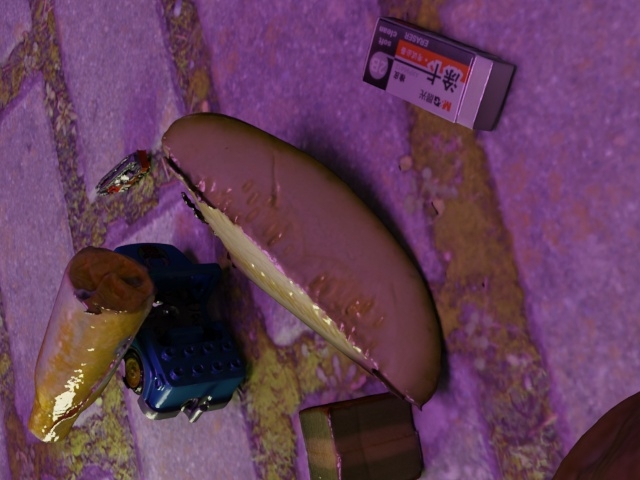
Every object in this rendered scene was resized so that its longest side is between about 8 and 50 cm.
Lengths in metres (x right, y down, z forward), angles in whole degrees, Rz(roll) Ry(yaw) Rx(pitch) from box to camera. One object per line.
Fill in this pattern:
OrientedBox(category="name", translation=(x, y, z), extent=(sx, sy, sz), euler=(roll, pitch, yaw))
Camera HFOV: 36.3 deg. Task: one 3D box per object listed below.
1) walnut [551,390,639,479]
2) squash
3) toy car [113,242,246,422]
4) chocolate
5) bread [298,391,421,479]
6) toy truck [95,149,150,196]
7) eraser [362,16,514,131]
OrientedBox(category="walnut", translation=(0.218, 0.183, 0.416), extent=(0.283, 0.227, 0.282), euler=(-2, 83, 13))
OrientedBox(category="squash", translation=(0.000, 0.000, 0.747), extent=(0.252, 0.093, 0.169), euler=(34, 161, 44))
OrientedBox(category="toy car", translation=(-0.139, 0.072, 0.919), extent=(0.100, 0.097, 0.191), euler=(-54, 54, 36))
OrientedBox(category="chocolate", translation=(-0.219, 0.105, 0.887), extent=(0.085, 0.086, 0.219), euler=(57, 134, 31))
OrientedBox(category="bread", translation=(0.001, 0.166, 0.772), extent=(0.139, 0.084, 0.074), euler=(-19, 78, 49))
OrientedBox(category="toy truck", translation=(-0.213, -0.071, 1.052), extent=(0.083, 0.032, 0.024), euler=(-31, 73, 47))
OrientedBox(category="eraser", translation=(0.082, -0.122, 0.706), extent=(0.122, 0.029, 0.052), euler=(35, 118, 44))
